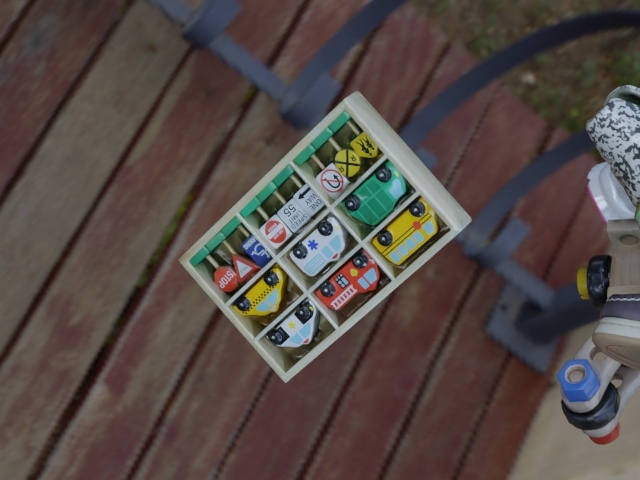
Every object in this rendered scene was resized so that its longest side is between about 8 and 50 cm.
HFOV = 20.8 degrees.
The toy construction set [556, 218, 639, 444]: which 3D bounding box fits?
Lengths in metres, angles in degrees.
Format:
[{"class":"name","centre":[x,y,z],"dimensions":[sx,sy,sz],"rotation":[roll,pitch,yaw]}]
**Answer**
[{"class":"toy construction set","centre":[0.396,0.094,1.779],"dimensions":[0.309,0.257,0.237],"rotation":[36,43,-30]}]

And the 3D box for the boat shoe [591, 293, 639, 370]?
[{"class":"boat shoe","centre":[0.322,0.051,1.132],"dimensions":[0.103,0.285,0.092],"rotation":[38,58,-60]}]

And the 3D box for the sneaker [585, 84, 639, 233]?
[{"class":"sneaker","centre":[0.386,-0.103,1.816],"dimensions":[0.182,0.158,0.410],"rotation":[48,19,13]}]

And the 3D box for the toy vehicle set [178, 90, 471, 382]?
[{"class":"toy vehicle set","centre":[0.000,0.000,1.696],"dimensions":[0.166,0.267,0.035],"rotation":[48,32,1]}]

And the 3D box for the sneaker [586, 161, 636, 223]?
[{"class":"sneaker","centre":[0.438,-0.095,2.106],"dimensions":[0.252,0.111,0.103],"rotation":[-33,95,-40]}]
